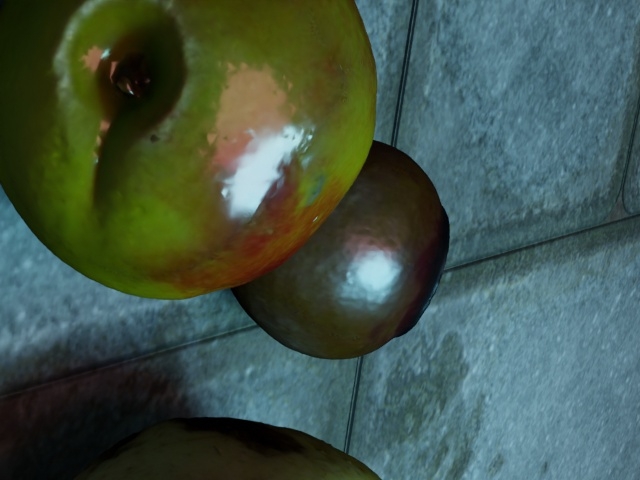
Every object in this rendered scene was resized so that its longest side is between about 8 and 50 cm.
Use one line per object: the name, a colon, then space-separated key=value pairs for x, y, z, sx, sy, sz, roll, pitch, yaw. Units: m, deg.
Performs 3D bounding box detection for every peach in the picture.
peach: x=-0.076 y=-0.077 z=0.775 sx=0.231 sy=0.231 sz=0.231 roll=-29 pitch=128 yaw=-45

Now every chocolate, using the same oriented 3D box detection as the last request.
chocolate: x=0.000 y=0.000 z=0.992 sx=0.176 sy=0.176 sz=0.177 roll=-29 pitch=128 yaw=-45

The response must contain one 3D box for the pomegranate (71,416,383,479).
pomegranate: x=-0.065 y=0.265 z=0.898 sx=0.322 sy=0.322 sz=0.322 roll=-29 pitch=128 yaw=-45
